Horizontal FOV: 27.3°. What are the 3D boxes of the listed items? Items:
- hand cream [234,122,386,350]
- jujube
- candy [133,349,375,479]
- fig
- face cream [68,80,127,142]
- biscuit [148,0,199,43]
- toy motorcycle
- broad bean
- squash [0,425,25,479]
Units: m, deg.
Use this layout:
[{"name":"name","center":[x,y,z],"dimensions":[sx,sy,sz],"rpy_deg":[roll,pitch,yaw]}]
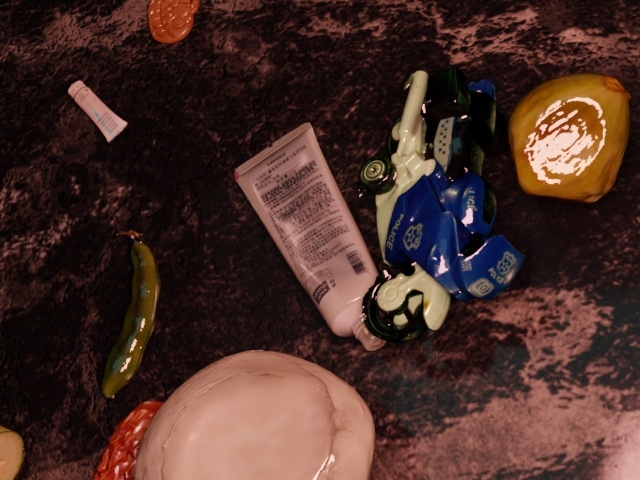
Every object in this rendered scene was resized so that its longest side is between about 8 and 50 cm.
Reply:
[{"name":"hand cream","center":[0.000,0.000,1.644],"dimensions":[0.124,0.078,0.341],"rpy_deg":[-34,54,9]},{"name":"jujube","center":[-0.217,0.284,1.605],"dimensions":[0.112,0.109,0.176],"rpy_deg":[22,69,-9]},{"name":"candy","center":[-0.075,0.265,1.505],"dimensions":[0.295,0.185,0.296],"rpy_deg":[-5,58,8]},{"name":"fig","center":[0.286,-0.119,1.507],"dimensions":[0.144,0.154,0.166],"rpy_deg":[44,136,19]},{"name":"face cream","center":[-0.316,-0.184,1.857],"dimensions":[0.038,0.020,0.115],"rpy_deg":[-46,62,1]},{"name":"biscuit","center":[-0.208,-0.323,1.865],"dimensions":[0.078,0.015,0.091],"rpy_deg":[-19,65,16]},{"name":"toy motorcycle","center":[0.144,-0.041,1.522],"dimensions":[0.196,0.125,0.331],"rpy_deg":[-10,58,34]},{"name":"broad bean","center":[-0.245,0.095,1.717],"dimensions":[0.069,0.039,0.227],"rpy_deg":[-1,70,16]},{"name":"squash","center":[-0.488,0.273,1.716],"dimensions":[0.186,0.123,0.123],"rpy_deg":[17,79,30]}]
